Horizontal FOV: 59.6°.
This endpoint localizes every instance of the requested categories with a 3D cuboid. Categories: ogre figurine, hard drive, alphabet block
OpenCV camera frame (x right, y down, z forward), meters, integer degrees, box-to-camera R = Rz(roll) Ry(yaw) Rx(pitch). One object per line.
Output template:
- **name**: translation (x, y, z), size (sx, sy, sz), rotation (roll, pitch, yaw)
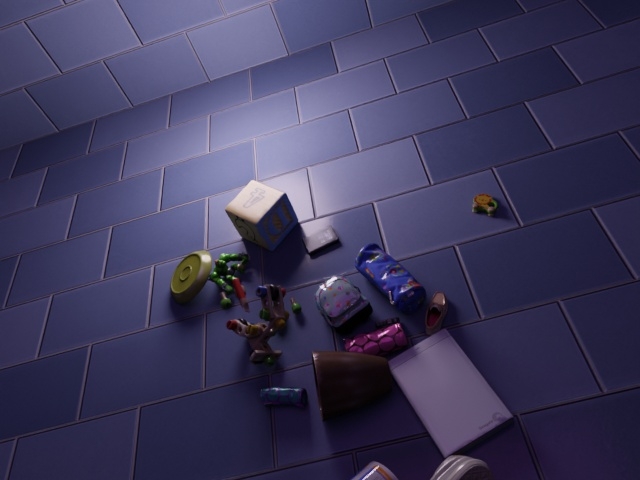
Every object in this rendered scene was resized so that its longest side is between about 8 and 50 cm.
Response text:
- **ogre figurine**: translation (-0.376, 0.123, 2.261), size (0.118, 0.097, 0.196), rotation (15, 72, 9)
- **hard drive**: translation (0.000, 0.000, 2.266), size (0.135, 0.022, 0.094), rotation (-26, 48, -2)
- **hard drive**: translation (0.386, 0.463, 1.718), size (0.233, 0.047, 0.353), rotation (-29, 48, -5)
- **alphabet block**: translation (-0.242, -0.106, 2.334), size (0.197, 0.192, 0.193), rotation (23, 61, 35)

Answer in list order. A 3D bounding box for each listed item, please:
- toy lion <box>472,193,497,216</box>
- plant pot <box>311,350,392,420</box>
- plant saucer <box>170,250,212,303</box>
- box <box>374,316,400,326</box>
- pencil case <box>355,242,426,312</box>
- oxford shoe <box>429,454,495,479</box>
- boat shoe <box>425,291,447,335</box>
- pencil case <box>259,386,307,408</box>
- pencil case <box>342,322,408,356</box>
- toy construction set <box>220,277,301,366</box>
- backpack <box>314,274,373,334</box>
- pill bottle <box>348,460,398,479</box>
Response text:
- **toy lion**: translation (0.633, -0.142, 2.147), size (0.100, 0.034, 0.096), rotation (18, 52, 31)
- **plant pot**: translation (0.101, 0.438, 1.758), size (0.231, 0.215, 0.215), rotation (-9, 48, -5)
- **plant saucer**: translation (-0.538, 0.140, 2.279), size (0.241, 0.037, 0.240), rotation (-26, 47, 31)
- **box**: translation (0.228, 0.280, 1.916), size (0.083, 0.067, 0.018), rotation (-14, 78, 8)
- **pencil case**: translation (0.241, 0.135, 1.995), size (0.133, 0.119, 0.306), rotation (-18, 42, -26)
- **oxford shoe**: translation (0.277, 0.750, 1.474), size (0.449, 0.169, 0.130), rotation (-46, 10, -9)
- **boat shoe**: translation (0.392, 0.239, 1.894), size (0.063, 0.059, 0.170), rotation (3, 53, 23)
- **pencil case**: translation (-0.121, 0.519, 1.848), size (0.152, 0.064, 0.070), rotation (-5, 35, 18)
- **pencil case**: translation (0.184, 0.340, 1.871), size (0.210, 0.095, 0.098), rotation (-16, 32, 4)
- **toy construction set**: translation (-0.207, 0.292, 1.930), size (0.258, 0.309, 0.237), rotation (-32, 52, 4)
- **backpack**: translation (0.068, 0.216, 1.982), size (0.166, 0.144, 0.188), rotation (-38, 46, -5)
- **pill bottle**: translation (0.089, 0.732, 1.485), size (0.272, 0.152, 0.152), rotation (-30, 45, -29)
